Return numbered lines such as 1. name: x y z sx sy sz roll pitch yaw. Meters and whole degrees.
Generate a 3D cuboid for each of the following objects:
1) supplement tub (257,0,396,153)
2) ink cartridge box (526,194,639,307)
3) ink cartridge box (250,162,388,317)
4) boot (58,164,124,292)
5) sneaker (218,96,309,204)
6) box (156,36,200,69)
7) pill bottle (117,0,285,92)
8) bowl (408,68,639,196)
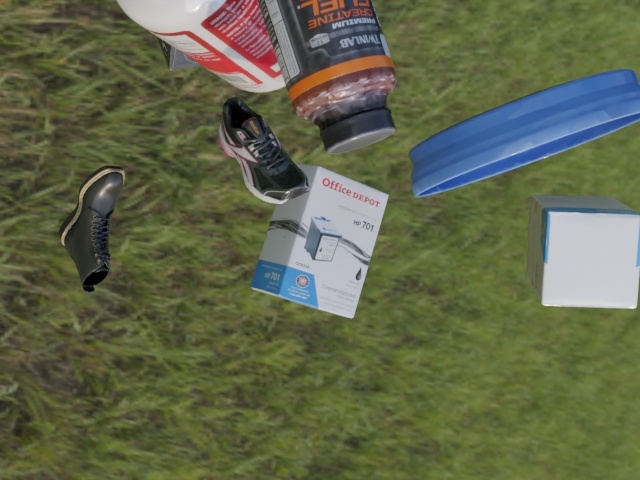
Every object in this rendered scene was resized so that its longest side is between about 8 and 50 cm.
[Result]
1. supplement tub: 0.009 -0.185 0.923 0.106 0.106 0.197 -13 83 -61
2. ink cartridge box: 0.258 0.006 0.973 0.143 0.090 0.092 -65 156 -78
3. ink cartridge box: 0.000 0.000 1.393 0.140 0.082 0.190 19 87 -34
4. boot: -0.376 -0.020 1.689 0.077 0.137 0.198 2 136 -38
5. sneaker: -0.084 -0.122 1.286 0.072 0.178 0.077 -34 149 -21
6. box: -0.240 -0.471 1.830 0.143 0.165 0.270 107 -34 -54
7. pill bottle: -0.168 -0.394 1.482 0.408 0.229 0.228 25 75 -62
8. bowl: 0.319 -0.167 1.522 0.391 0.391 0.077 -15 85 -61
